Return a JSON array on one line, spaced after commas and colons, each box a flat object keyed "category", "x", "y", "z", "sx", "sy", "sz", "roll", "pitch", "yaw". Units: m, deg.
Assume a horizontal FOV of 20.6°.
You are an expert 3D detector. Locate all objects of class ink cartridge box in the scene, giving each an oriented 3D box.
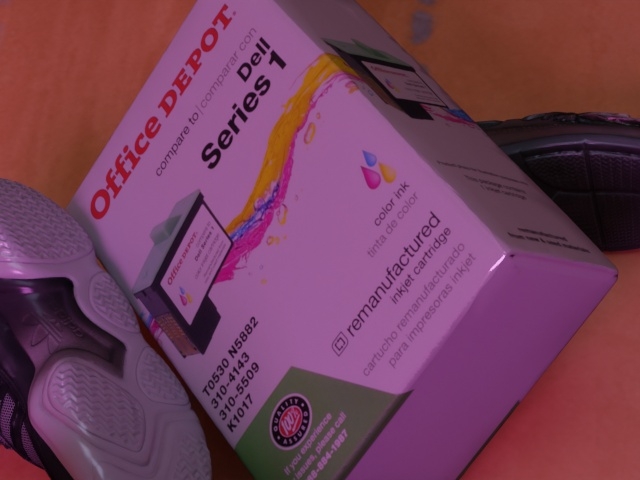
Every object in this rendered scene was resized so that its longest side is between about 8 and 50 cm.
[{"category": "ink cartridge box", "x": 0.000, "y": 0.000, "z": 1.008, "sx": 0.201, "sy": 0.117, "sz": 0.278, "roll": -55, "pitch": 53, "yaw": 20}]

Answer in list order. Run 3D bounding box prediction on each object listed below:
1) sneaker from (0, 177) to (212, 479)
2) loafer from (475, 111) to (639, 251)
[{"category": "sneaker", "x": -0.166, "y": 0.102, "z": 0.998, "sx": 0.153, "sy": 0.101, "sz": 0.268, "roll": -47, "pitch": 55, "yaw": 24}, {"category": "loafer", "x": 0.127, "y": -0.050, "z": 1.110, "sx": 0.268, "sy": 0.096, "sz": 0.084, "roll": -3, "pitch": 46, "yaw": 8}]
